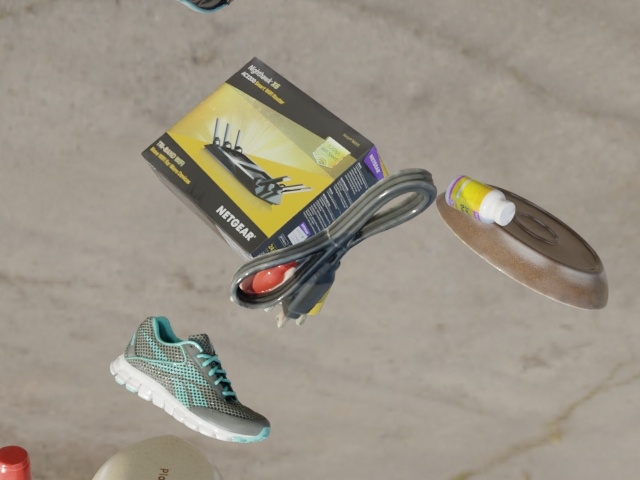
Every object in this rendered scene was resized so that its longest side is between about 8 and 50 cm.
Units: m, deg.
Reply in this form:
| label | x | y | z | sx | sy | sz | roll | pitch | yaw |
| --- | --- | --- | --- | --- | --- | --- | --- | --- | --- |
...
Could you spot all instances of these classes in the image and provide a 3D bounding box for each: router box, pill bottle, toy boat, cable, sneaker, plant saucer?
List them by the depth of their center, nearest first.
| label | x | y | z | sx | sy | sz | roll | pitch | yaw |
| --- | --- | --- | --- | --- | --- | --- | --- | --- | --- |
| sneaker | -0.111 | 0.123 | 1.052 | 0.166 | 0.076 | 0.065 | 27 | -175 | 19 |
| cable | 0.000 | 0.000 | 1.300 | 0.139 | 0.072 | 0.287 | 19 | 127 | -31 |
| pill bottle | 0.197 | -0.048 | 1.436 | 0.043 | 0.083 | 0.043 | -26 | 130 | -35 |
| toy boat | -0.275 | 0.354 | 1.510 | 0.318 | 0.267 | 0.148 | 9 | 117 | 2 |
| router box | -0.089 | -0.115 | 1.762 | 0.243 | 0.309 | 0.081 | -42 | 141 | -10 |
| plant saucer | 0.323 | -0.004 | 1.819 | 0.310 | 0.310 | 0.050 | 15 | 116 | -32 |

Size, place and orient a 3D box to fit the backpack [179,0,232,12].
| label | x | y | z | sx | sy | sz | roll | pitch | yaw |
| --- | --- | --- | --- | --- | --- | --- | --- | --- | --- |
| backpack | -0.106 | -0.279 | 0.949 | 0.166 | 0.144 | 0.188 | -58 | 159 | 6 |
